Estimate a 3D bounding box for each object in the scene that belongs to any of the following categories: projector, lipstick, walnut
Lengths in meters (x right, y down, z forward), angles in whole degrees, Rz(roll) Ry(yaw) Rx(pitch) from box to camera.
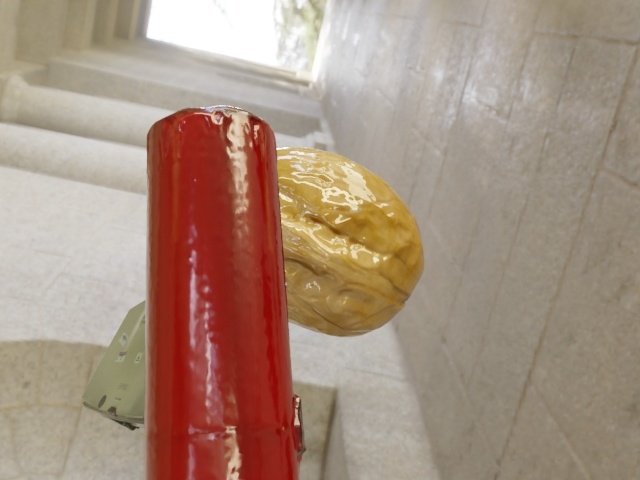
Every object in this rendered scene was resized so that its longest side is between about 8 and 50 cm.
[{"bbox_3d":[-0.188,0.149,0.985,0.269,0.088,0.193,-8,51,54],"label":"projector"},{"bbox_3d":[-0.044,0.079,0.349,0.073,0.073,0.279,125,143,-75],"label":"lipstick"},{"bbox_3d":[0.000,0.000,0.722,0.159,0.207,0.159,-54,17,25],"label":"walnut"}]
